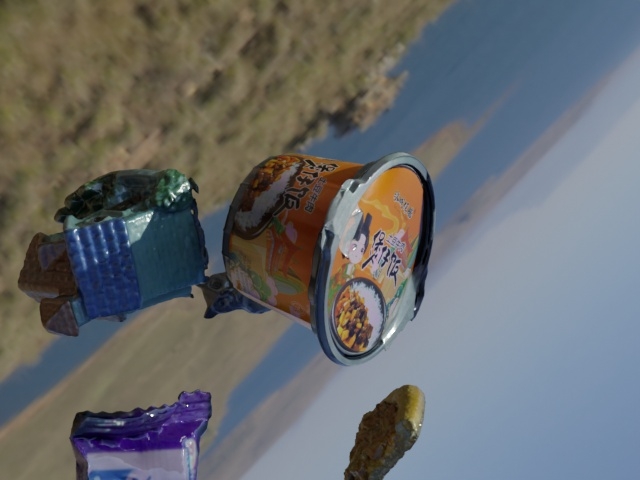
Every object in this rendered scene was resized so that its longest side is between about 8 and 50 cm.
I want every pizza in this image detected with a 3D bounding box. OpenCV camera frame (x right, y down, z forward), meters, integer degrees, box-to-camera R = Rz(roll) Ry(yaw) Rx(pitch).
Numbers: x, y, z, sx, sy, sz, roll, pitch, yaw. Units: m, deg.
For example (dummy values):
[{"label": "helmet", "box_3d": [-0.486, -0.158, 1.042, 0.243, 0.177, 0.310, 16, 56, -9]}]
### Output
[{"label": "pizza", "box_3d": [0.089, 0.303, 1.936, 0.197, 0.058, 0.292, -59, -177, -6]}]

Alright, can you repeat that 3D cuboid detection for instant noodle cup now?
[{"label": "instant noodle cup", "box_3d": [0.000, 0.000, 1.055, 0.178, 0.125, 0.208, -55, 147, -27]}]

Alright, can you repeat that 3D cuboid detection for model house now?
[{"label": "model house", "box_3d": [-0.192, 0.017, 1.063, 0.148, 0.119, 0.148, 3, -157, 37]}]

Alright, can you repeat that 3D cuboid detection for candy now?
[{"label": "candy", "box_3d": [-0.167, 0.278, 1.186, 0.145, 0.275, 0.070, 2, 179, -32]}]

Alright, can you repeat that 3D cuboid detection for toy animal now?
[{"label": "toy animal", "box_3d": [-0.071, 0.049, 1.793, 0.210, 0.121, 0.117, -11, 178, -1]}]
